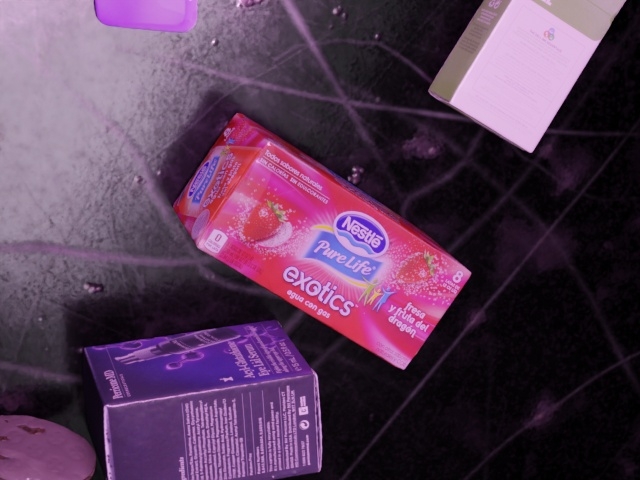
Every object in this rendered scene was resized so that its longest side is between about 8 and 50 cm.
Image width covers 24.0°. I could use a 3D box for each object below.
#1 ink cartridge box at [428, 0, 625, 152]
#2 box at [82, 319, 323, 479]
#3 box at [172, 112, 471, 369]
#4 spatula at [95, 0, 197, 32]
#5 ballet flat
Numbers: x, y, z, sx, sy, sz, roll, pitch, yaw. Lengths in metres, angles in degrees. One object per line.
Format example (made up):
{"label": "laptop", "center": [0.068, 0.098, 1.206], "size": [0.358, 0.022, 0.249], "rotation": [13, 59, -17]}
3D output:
{"label": "ink cartridge box", "center": [0.212, -0.205, 1.494], "size": [0.109, 0.062, 0.209], "rotation": [29, 97, -23]}
{"label": "box", "center": [-0.118, 0.164, 1.464], "size": [0.207, 0.153, 0.108], "rotation": [-8, 109, -16]}
{"label": "box", "center": [0.000, 0.000, 1.460], "size": [0.257, 0.128, 0.123], "rotation": [32, 96, -23]}
{"label": "spatula", "center": [-0.258, -0.233, 1.357], "size": [0.296, 0.030, 0.084], "rotation": [-1, 107, -16]}
{"label": "ballet flat", "center": [-0.340, 0.213, 1.443], "size": [0.249, 0.084, 0.058], "rotation": [3, 133, -5]}
